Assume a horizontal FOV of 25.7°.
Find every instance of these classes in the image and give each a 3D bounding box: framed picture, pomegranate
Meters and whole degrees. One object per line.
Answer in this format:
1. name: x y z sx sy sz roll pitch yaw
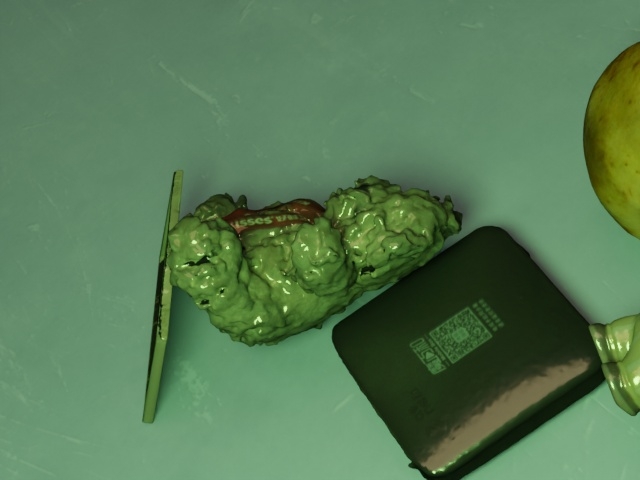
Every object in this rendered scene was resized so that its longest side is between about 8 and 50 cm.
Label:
1. framed picture: -0.218 0.077 1.952 0.016 0.213 0.289 7 51 -8
2. pomegranate: 0.463 -0.131 1.736 0.307 0.307 0.307 -13 50 16

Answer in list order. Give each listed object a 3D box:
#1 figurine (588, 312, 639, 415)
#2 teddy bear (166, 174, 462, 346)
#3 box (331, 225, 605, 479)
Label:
1. figurine: 0.500 0.094 1.575 0.381 0.203 0.248 -16 8 10
2. teddy bear: 0.000 0.000 1.846 0.367 0.224 0.357 -25 4 4
3. box: 0.185 0.141 1.790 0.289 0.073 0.290 -34 47 -3
